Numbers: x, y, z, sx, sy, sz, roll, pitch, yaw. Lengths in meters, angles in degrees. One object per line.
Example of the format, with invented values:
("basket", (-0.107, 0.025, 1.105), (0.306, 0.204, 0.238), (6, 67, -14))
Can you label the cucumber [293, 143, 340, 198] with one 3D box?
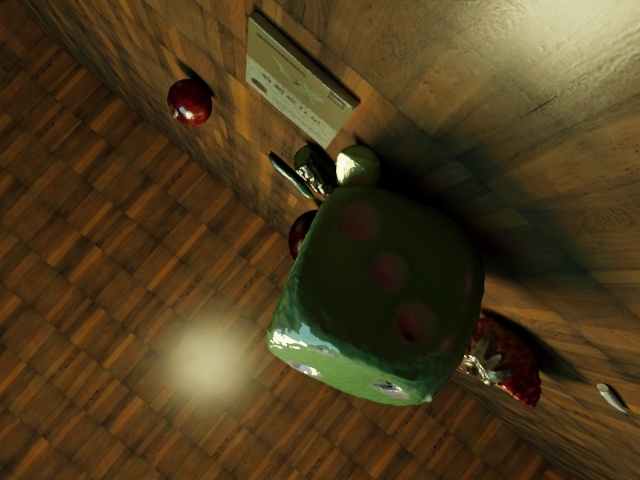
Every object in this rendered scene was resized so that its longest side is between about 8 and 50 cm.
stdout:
("cucumber", (0.030, -0.134, 1.369), (0.211, 0.062, 0.078), (38, -151, -32))

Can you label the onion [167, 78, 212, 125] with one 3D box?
("onion", (-0.355, -0.373, 1.605), (0.131, 0.131, 0.131), (40, 173, 6))

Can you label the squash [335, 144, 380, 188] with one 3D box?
("squash", (0.080, -0.111, 1.152), (0.090, 0.075, 0.200), (12, 167, 13))

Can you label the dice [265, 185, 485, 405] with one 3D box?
("dice", (0.098, 0.111, 1.114), (0.330, 0.322, 0.318), (24, 157, -1))

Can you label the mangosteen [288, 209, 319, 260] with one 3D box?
("mangosteen", (0.000, 0.000, 1.828), (0.210, 0.210, 0.210), (40, 173, 6))

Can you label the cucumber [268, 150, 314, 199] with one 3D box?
("cucumber", (-0.085, -0.187, 1.715), (0.184, 0.033, 0.036), (43, -169, -6))

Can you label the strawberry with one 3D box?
("strawberry", (0.459, 0.299, 1.499), (0.265, 0.149, 0.336), (25, 175, 40))

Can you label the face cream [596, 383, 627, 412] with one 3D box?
("face cream", (0.636, 0.345, 1.288), (0.115, 0.020, 0.038), (42, 173, -34))

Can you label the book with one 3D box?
("book", (-0.046, -0.269, 1.054), (0.217, 0.021, 0.310), (41, 173, -4))
